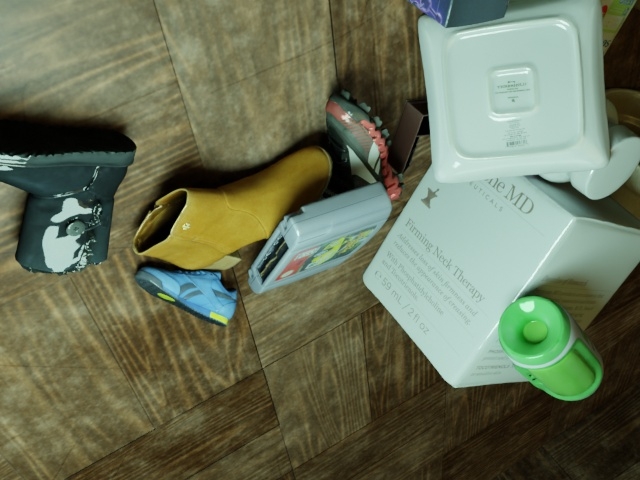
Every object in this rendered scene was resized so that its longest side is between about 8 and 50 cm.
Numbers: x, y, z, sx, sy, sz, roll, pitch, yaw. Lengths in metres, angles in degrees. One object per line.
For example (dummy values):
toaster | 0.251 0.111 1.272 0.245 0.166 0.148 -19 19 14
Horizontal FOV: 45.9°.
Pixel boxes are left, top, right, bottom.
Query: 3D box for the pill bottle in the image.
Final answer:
pill bottle | 0.404 -0.207 1.318 0.169 0.301 0.169 -24 141 -21

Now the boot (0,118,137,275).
boot | -0.372 -0.046 0.992 0.247 0.094 0.207 -4 126 -46

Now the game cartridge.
game cartridge | 0.000 0.000 1.257 0.196 0.060 0.294 -23 168 -25

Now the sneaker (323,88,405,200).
sneaker | 0.051 -0.131 1.264 0.135 0.097 0.276 -38 144 -7

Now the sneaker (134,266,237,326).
sneaker | -0.223 0.075 1.280 0.209 0.069 0.082 34 70 -43

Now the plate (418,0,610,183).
plate | 0.300 -0.233 1.178 0.045 0.278 0.277 -40 124 -70

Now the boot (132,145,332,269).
boot | -0.133 -0.056 1.164 0.295 0.104 0.211 -42 154 16

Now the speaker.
speaker | 0.414 0.198 1.341 0.131 0.131 0.296 -45 141 6

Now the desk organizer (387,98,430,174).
desk organizer | 0.164 -0.182 1.348 0.047 0.050 0.130 -11 134 -33

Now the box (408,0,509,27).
box | 0.161 -0.399 0.997 0.108 0.207 0.153 -18 137 -27

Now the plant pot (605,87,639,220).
plant pot | 0.666 -0.111 1.663 0.334 0.333 0.305 -11 145 -32

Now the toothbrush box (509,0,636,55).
toothbrush box | 0.444 -0.448 1.244 0.206 0.122 0.283 -10 135 -45

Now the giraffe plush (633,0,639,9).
giraffe plush | 0.665 -0.481 1.374 0.210 0.170 0.181 -19 137 -26

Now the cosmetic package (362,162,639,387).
cosmetic package | 0.365 0.034 1.506 0.328 0.329 0.393 6 122 -42
